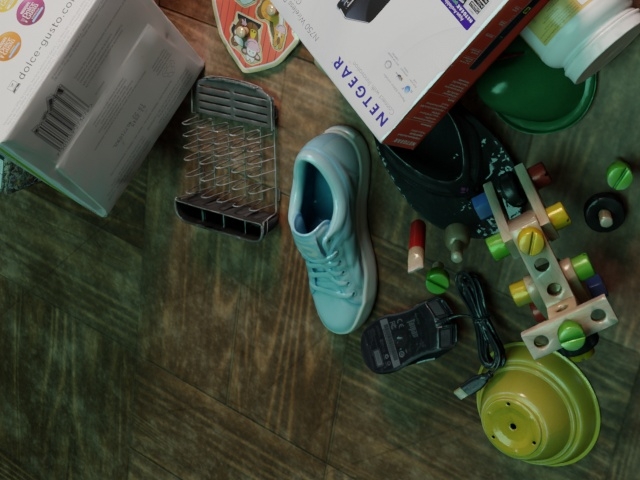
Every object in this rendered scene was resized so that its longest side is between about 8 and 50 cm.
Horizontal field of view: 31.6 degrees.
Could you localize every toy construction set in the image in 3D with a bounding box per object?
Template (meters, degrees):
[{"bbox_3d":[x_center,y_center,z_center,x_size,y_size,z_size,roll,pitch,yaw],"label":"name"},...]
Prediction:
[{"bbox_3d":[0.273,0.044,1.555,0.309,0.237,0.257,-1,117,8],"label":"toy construction set"}]

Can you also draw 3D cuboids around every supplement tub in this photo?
[{"bbox_3d":[0.317,-0.320,1.493,0.200,0.144,0.144,51,131,9],"label":"supplement tub"}]

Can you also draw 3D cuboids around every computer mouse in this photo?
[{"bbox_3d":[0.191,0.179,1.845,0.262,0.060,0.184,-33,69,33],"label":"computer mouse"}]

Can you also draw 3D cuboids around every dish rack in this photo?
[{"bbox_3d":[-0.163,-0.148,1.990,0.208,0.074,0.271,15,117,32],"label":"dish rack"}]

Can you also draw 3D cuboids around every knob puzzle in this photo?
[{"bbox_3d":[-0.114,-0.368,1.888,0.213,0.030,0.213,16,118,32],"label":"knob puzzle"}]

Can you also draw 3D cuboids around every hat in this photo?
[{"bbox_3d":[0.248,-0.213,1.565,0.208,0.183,0.173,3,108,38],"label":"hat"}]

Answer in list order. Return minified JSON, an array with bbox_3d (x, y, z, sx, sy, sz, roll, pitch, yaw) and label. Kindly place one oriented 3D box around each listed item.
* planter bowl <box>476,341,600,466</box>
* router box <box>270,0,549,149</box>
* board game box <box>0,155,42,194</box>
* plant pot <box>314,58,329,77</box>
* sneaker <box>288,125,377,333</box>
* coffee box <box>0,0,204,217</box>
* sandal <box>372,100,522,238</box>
[{"bbox_3d":[0.320,0.275,1.777,0.217,0.090,0.217,15,116,33],"label":"planter bowl"},{"bbox_3d":[0.106,-0.342,1.484,0.301,0.082,0.335,-48,62,24],"label":"router box"},{"bbox_3d":[-0.639,-0.281,2.262,0.232,0.141,0.291,31,125,25],"label":"board game box"},{"bbox_3d":[0.048,-0.303,1.745,0.096,0.109,0.109,23,122,44],"label":"plant pot"},{"bbox_3d":[0.000,0.000,1.872,0.135,0.150,0.366,10,114,36],"label":"sneaker"},{"bbox_3d":[-0.466,-0.301,1.906,0.334,0.338,0.338,29,83,25],"label":"coffee box"},{"bbox_3d":[0.136,-0.170,1.649,0.167,0.107,0.446,-32,104,19],"label":"sandal"}]
